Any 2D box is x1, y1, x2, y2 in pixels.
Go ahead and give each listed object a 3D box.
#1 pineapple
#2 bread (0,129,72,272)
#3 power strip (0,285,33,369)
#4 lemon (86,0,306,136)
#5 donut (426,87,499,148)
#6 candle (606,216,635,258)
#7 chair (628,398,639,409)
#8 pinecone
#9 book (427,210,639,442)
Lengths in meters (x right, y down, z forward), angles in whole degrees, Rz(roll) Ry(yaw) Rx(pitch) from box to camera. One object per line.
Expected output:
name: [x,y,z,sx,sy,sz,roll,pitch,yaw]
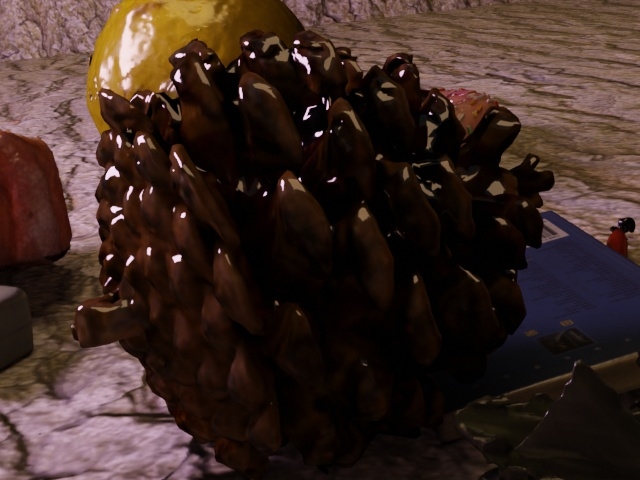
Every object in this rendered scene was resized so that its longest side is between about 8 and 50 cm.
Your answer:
pineapple: [0.200,0.080,0.449,0.278,0.130,0.119,-13,21,-22]
bread: [-0.310,-0.038,0.903,0.190,0.122,0.244,0,2,-11]
power strip: [-0.356,0.062,0.794,0.288,0.053,0.093,4,19,24]
lemon: [-0.122,-0.166,1.131,0.261,0.260,0.284,-10,29,-15]
donut: [0.172,-0.152,1.307,0.117,0.065,0.166,-12,20,-20]
candle: [0.236,0.011,0.841,0.026,0.021,0.167,1,19,18]
chair: [0.174,0.097,0.548,0.037,0.042,0.086,-5,17,-12]
pinecone: [-0.004,0.012,0.568,0.257,0.243,0.243,10,11,-22]
book: [0.129,0.046,0.724,0.191,0.025,0.269,-16,19,-8]
